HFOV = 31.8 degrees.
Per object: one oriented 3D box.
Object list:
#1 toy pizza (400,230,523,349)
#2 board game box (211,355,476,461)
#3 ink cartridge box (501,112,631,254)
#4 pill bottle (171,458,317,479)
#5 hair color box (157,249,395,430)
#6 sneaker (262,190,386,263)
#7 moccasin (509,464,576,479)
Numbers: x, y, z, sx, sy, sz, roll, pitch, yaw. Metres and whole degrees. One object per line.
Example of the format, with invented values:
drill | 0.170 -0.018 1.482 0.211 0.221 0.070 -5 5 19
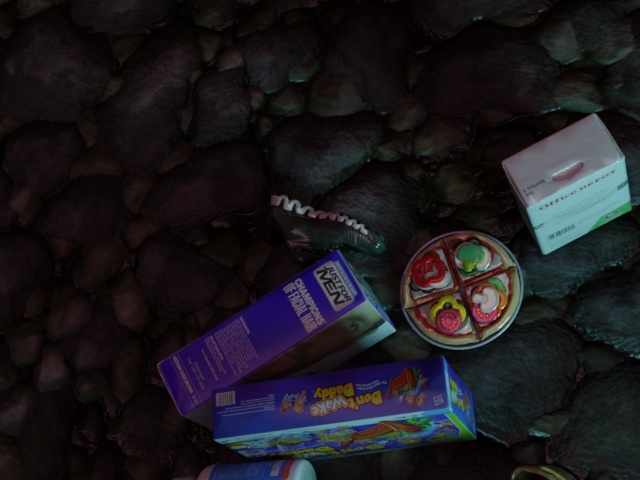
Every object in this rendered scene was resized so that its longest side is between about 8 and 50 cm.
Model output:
toy pizza | 0.224 0.076 1.804 0.201 0.032 0.201 -6 68 16
board game box | 0.041 0.262 1.682 0.347 0.233 0.078 -10 67 15
ink cartridge box | 0.378 -0.082 1.708 0.160 0.219 0.093 -28 64 6
pill bottle | -0.122 0.407 1.743 0.221 0.124 0.124 -6 68 16
hair color box | -0.065 0.170 1.779 0.338 0.185 0.110 -34 64 4
sneaker | 0.000 0.000 1.886 0.234 0.078 0.106 20 80 28
moccasin | 0.390 0.444 1.502 0.139 0.147 0.380 -43 50 12
